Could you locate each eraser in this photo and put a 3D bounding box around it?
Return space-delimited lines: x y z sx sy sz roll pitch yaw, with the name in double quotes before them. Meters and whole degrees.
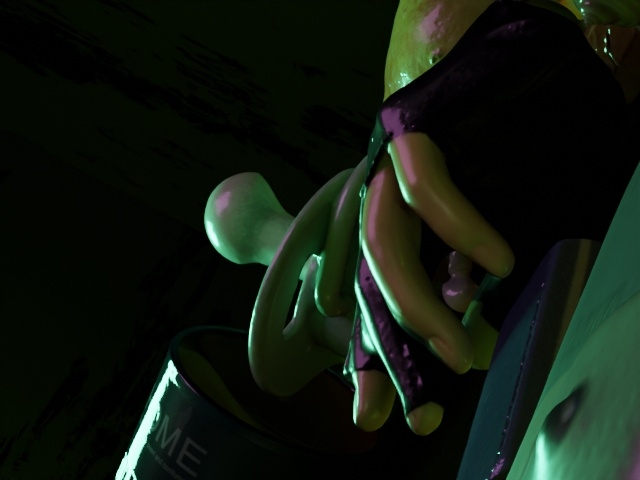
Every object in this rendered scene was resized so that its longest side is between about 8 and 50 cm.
"eraser" 0.117 0.082 0.753 0.082 0.036 0.225 -62 1 38

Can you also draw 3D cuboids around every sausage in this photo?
"sausage" 0.232 -0.171 0.924 0.065 0.065 0.169 -63 -1 -42

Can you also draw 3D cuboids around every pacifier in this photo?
"pacifier" 0.120 0.007 1.195 0.150 0.126 0.117 136 139 -66
"pacifier" 0.000 0.000 1.361 0.343 0.269 0.288 -12 -55 -61

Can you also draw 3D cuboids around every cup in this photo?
"cup" -0.078 0.289 1.376 0.242 0.308 0.292 2 -61 -55

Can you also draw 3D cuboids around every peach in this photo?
"peach" 0.152 -0.189 1.407 0.232 0.232 0.232 -63 1 1

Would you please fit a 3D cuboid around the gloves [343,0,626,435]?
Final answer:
"gloves" 0.101 -0.007 0.912 0.197 0.152 0.301 38 -113 -47

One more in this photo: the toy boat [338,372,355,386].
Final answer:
"toy boat" 0.028 0.216 1.658 0.055 0.060 0.141 -63 7 17

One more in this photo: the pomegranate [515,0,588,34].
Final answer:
"pomegranate" 0.182 -0.146 1.061 0.159 0.129 0.129 -62 1 16

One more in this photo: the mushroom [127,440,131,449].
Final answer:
"mushroom" -0.127 0.314 1.661 0.267 0.267 0.254 -63 1 8

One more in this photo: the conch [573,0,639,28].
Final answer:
"conch" 0.195 -0.207 0.813 0.200 0.172 0.131 -50 -26 -34

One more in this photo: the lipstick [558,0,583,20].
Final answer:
"lipstick" 0.282 -0.270 1.206 0.264 0.059 0.059 -61 1 41

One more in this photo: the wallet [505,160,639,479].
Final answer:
"wallet" 0.099 0.082 0.431 0.252 0.083 0.360 100 -165 -73
